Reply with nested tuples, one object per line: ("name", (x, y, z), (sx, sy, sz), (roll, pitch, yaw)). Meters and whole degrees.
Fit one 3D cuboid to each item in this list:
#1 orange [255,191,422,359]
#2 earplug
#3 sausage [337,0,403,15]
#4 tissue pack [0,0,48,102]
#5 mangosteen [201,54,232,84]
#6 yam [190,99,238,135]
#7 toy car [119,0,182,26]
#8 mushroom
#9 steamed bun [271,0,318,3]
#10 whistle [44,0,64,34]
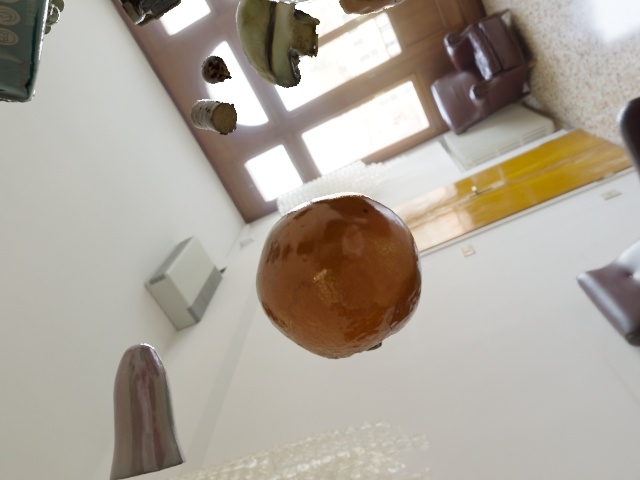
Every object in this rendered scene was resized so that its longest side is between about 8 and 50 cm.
("orange", (0.035, 0.064, 0.863), (0.312, 0.312, 0.312), (59, -164, -28))
("earplug", (-0.434, 0.403, 1.152), (0.172, 0.172, 0.301), (33, -139, -66))
("sausage", (0.168, -0.767, 1.423), (0.136, 0.241, 0.120), (48, -149, -71))
("tissue pack", (-0.403, -0.290, 0.510), (0.192, 0.271, 0.134), (3, -109, -36))
("mangosteen", (-0.289, -0.467, 1.293), (0.081, 0.081, 0.081), (59, -164, -28))
("yam", (-0.271, -0.315, 1.189), (0.127, 0.084, 0.084), (22, 159, 41))
("toy car", (-0.390, -0.594, 0.996), (0.158, 0.172, 0.235), (51, 174, 7))
("mushroom", (-0.114, -0.507, 1.100), (0.190, 0.164, 0.267), (-35, -37, -40))
("steamed bun", (-0.070, -0.473, 0.544), (0.374, 0.241, 0.374), (-8, -80, -56))
("whistle", (-0.754, -0.620, 1.192), (0.077, 0.114, 0.236), (35, -178, 14))
